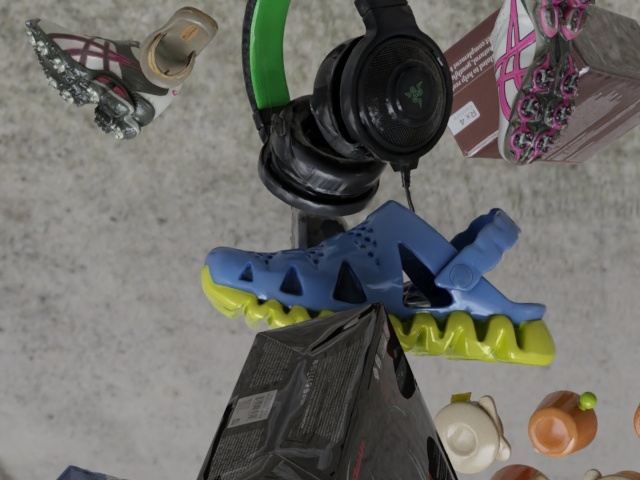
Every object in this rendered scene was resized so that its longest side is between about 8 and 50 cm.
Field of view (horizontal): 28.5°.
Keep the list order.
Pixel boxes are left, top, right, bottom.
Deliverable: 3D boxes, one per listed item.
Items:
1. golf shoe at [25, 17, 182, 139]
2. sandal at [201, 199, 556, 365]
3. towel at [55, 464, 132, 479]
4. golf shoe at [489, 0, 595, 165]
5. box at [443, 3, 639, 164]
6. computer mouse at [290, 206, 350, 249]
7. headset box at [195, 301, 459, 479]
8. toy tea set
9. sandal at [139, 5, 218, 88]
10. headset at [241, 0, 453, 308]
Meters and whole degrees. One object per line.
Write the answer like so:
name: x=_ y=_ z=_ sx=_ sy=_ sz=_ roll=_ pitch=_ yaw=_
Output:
golf shoe: x=-0.316 y=-0.246 z=1.807 sx=0.273 sy=0.120 sz=0.105 roll=39 pitch=153 yaw=28
sandal: x=0.054 y=0.029 z=1.093 sx=0.317 sy=0.138 sz=0.126 roll=7 pitch=176 yaw=-16
towel: x=-0.196 y=0.324 z=1.237 sx=0.285 sy=0.209 sz=0.034 roll=9 pitch=130 yaw=31
golf shoe: x=0.187 y=-0.160 z=1.121 sx=0.067 sy=0.186 sz=0.086 roll=7 pitch=-171 yaw=-34
box: x=0.313 y=-0.206 z=1.664 sx=0.191 sy=0.143 sz=0.381 roll=-36 pitch=164 yaw=27
computer mouse: x=0.000 y=0.000 z=1.590 sx=0.072 sy=0.272 sz=0.188 roll=2 pitch=103 yaw=-4
headset box: x=0.033 y=0.228 z=0.897 sx=0.110 sy=0.218 sz=0.293 roll=-15 pitch=114 yaw=19
toy tea set: x=0.301 y=0.253 z=1.455 sx=0.336 sy=0.124 sz=0.200 roll=-11 pitch=93 yaw=32
sandal: x=-0.183 y=-0.232 z=1.573 sx=0.072 sy=0.049 sz=0.180 roll=25 pitch=154 yaw=-18
headset: x=0.013 y=-0.104 z=1.242 sx=0.185 sy=0.394 sz=0.243 roll=-15 pitch=164 yaw=-35
